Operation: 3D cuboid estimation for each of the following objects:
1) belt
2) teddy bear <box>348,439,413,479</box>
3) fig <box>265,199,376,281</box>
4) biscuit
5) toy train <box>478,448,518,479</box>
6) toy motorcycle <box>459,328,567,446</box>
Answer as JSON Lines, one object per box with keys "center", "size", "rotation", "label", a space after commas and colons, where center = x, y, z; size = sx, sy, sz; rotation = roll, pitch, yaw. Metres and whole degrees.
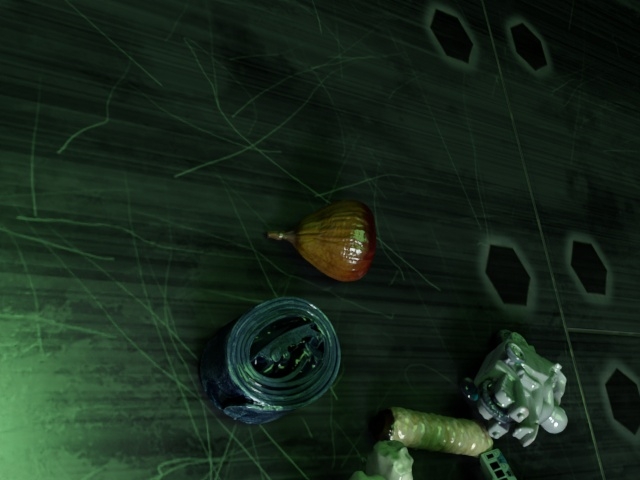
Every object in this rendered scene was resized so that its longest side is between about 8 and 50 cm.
{"center": [-0.061, 0.151, 1.024], "size": [0.190, 0.082, 0.141], "rotation": [-21, 78, -46], "label": "belt"}
{"center": [0.177, 0.376, 0.963], "size": [0.362, 0.375, 0.327], "rotation": [-14, 57, -29], "label": "teddy bear"}
{"center": [0.011, 0.009, 1.166], "size": [0.119, 0.153, 0.119], "rotation": [-19, 90, -85], "label": "fig"}
{"center": [0.168, 0.279, 1.176], "size": [0.219, 0.055, 0.061], "rotation": [18, 48, -33], "label": "biscuit"}
{"center": [0.283, 0.385, 1.128], "size": [0.047, 0.043, 0.207], "rotation": [-16, 37, -9], "label": "toy train"}
{"center": [0.326, 0.239, 1.282], "size": [0.171, 0.110, 0.260], "rotation": [43, 27, 2], "label": "toy motorcycle"}
